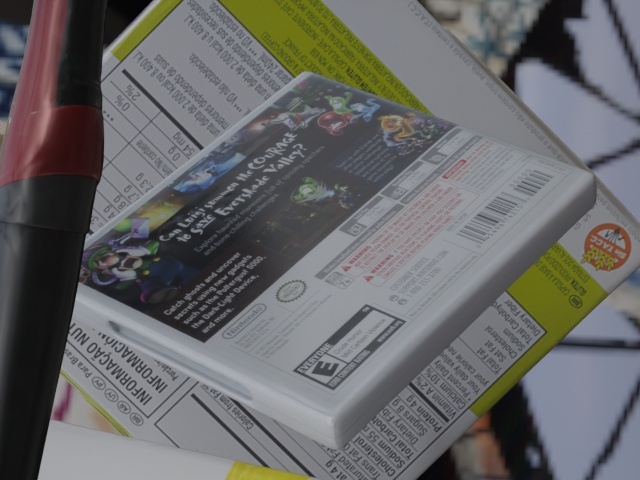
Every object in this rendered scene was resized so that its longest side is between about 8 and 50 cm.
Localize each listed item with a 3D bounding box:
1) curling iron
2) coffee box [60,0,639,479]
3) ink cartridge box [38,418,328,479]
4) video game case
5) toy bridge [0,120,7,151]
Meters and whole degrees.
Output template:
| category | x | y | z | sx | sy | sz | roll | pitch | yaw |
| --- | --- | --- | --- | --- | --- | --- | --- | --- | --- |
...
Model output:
| category | x | y | z | sx | sy | sz | roll | pitch | yaw |
| --- | --- | --- | --- | --- | --- | --- | --- | --- | --- |
| curling iron | -0.091 | -0.021 | 0.521 | 0.035 | 0.068 | 0.274 | -160 | 73 | -69 |
| coffee box | -0.027 | -0.020 | 1.315 | 0.334 | 0.338 | 0.337 | -45 | 8 | 4 |
| ink cartridge box | -0.071 | 0.227 | 0.797 | 0.279 | 0.385 | 0.160 | 92 | -167 | -47 |
| video game case | 0.000 | 0.000 | 0.828 | 0.190 | 0.173 | 0.022 | -41 | -41 | -33 |
| toy bridge | -0.222 | -0.016 | 0.939 | 0.188 | 0.063 | 0.026 | -40 | -44 | -48 |
